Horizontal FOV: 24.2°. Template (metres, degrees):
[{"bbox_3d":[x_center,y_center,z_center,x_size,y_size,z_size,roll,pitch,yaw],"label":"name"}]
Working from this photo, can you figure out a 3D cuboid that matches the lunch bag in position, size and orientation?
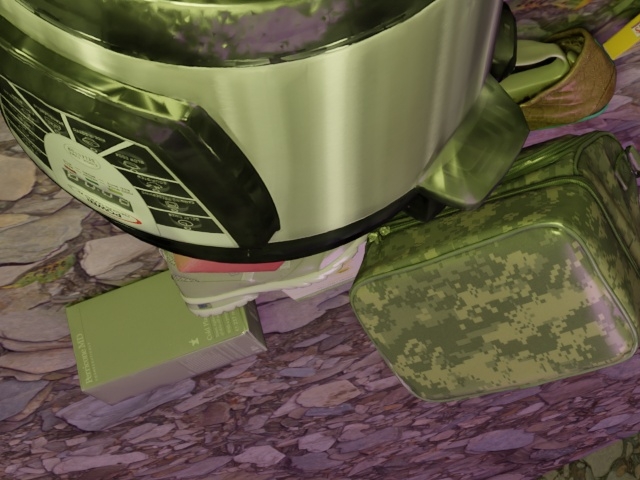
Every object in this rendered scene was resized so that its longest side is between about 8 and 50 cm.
[{"bbox_3d":[0.204,0.013,1.659,0.305,0.256,0.212,-20,117,31],"label":"lunch bag"}]

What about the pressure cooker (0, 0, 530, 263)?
[{"bbox_3d":[-0.047,-0.184,1.023,0.375,0.370,0.420,-12,157,-5],"label":"pressure cooker"}]

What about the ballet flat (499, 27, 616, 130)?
[{"bbox_3d":[0.151,-0.148,1.609,0.342,0.116,0.124,-18,137,5],"label":"ballet flat"}]

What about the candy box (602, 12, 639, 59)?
[{"bbox_3d":[0.391,-0.261,1.544,0.105,0.027,0.206,-27,170,-43],"label":"candy box"}]

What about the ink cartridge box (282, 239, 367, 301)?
[{"bbox_3d":[0.000,0.000,1.909,0.171,0.056,0.235,-21,159,13],"label":"ink cartridge box"}]

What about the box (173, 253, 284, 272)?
[{"bbox_3d":[-0.065,-0.081,1.549,0.127,0.148,0.232,-1,153,-30],"label":"box"}]

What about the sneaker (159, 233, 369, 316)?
[{"bbox_3d":[-0.064,-0.001,1.789,0.281,0.105,0.115,-26,128,15],"label":"sneaker"}]

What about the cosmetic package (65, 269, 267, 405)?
[{"bbox_3d":[-0.202,0.116,1.955,0.238,0.127,0.107,-20,158,7],"label":"cosmetic package"}]
